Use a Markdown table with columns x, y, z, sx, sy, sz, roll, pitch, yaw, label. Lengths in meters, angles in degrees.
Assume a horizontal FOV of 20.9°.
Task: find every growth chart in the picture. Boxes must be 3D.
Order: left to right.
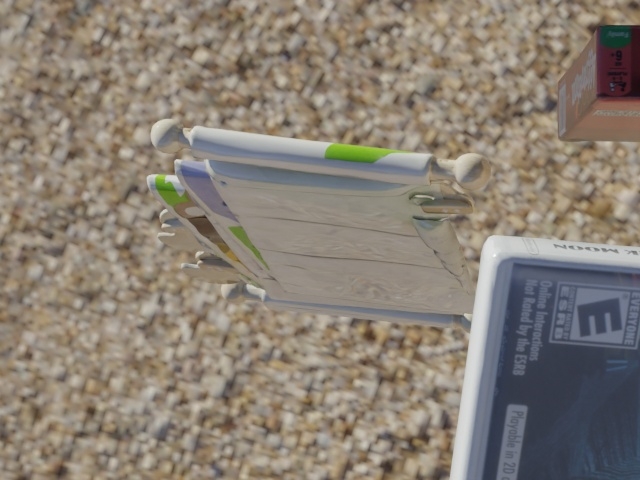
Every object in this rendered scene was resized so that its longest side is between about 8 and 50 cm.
| x | y | z | sx | sy | sz | roll | pitch | yaw | label |
| --- | --- | --- | --- | --- | --- | --- | --- | --- | --- |
| 0.000 | 0.000 | 0.826 | 0.171 | 0.237 | 0.021 | 10 | 71 | 11 | growth chart |

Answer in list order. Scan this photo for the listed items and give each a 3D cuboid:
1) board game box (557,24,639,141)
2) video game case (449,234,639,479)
| x | y | z | sx | sy | sz | roll | pitch | yaw | label |
| --- | --- | --- | --- | --- | --- | --- | --- | --- | --- |
| 0.228 | -0.050 | 0.593 | 0.281 | 0.145 | 0.027 | 0 | 89 | 3 | board game box |
| 0.121 | 0.097 | 0.510 | 0.022 | 0.173 | 0.190 | -100 | 16 | -72 | video game case |
